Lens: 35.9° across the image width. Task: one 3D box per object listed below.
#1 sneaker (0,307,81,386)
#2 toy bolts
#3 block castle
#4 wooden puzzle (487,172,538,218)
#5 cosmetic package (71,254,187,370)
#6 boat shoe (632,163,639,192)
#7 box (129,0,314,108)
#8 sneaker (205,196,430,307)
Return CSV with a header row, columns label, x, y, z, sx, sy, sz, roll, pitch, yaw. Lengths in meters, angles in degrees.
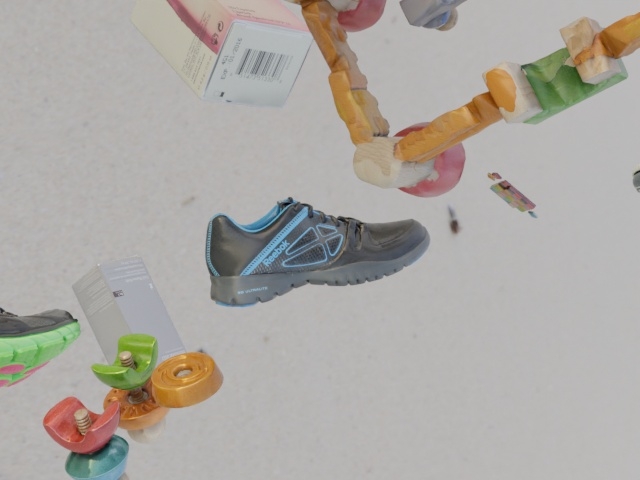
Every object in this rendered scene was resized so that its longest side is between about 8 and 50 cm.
label,x,y,z,sx,sy,sz,roll,pitch,yaw
sneaker,-0.585,0.133,1.597,0.483,0.185,0.202,6,55,-57
toy bolts,-0.246,0.263,1.367,0.228,0.218,0.158,-45,132,-49
block castle,0.202,-0.261,0.997,0.213,0.453,0.302,-12,76,-63
wooden puzzle,0.232,-0.053,1.200,0.083,0.049,0.006,39,81,-4
cosmetic package,-0.376,0.161,1.957,0.127,0.107,0.238,-15,71,-58
boat shoe,0.596,-0.060,1.492,0.116,0.319,0.099,11,91,-34
box,-0.142,-0.302,1.400,0.149,0.126,0.232,-1,38,-42
sneaker,0.000,0.000,1.440,0.341,0.125,0.139,-11,95,-18
